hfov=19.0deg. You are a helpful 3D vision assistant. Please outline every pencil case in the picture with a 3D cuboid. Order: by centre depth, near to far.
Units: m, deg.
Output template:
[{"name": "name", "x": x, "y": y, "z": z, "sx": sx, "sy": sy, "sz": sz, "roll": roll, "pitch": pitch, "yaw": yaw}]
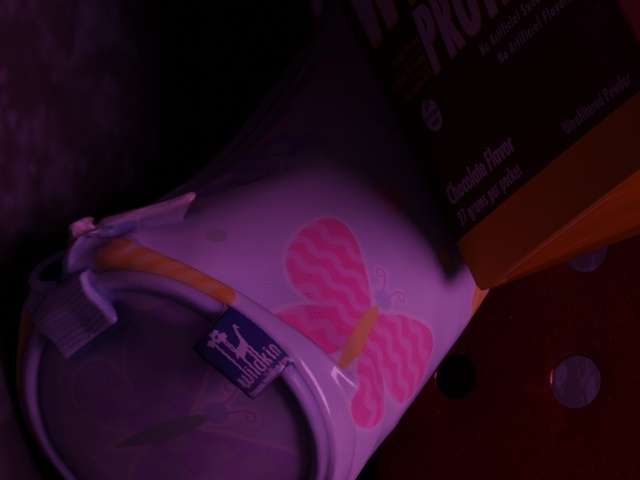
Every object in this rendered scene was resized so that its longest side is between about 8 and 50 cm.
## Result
[{"name": "pencil case", "x": 0.000, "y": 0.000, "z": 0.701, "sx": 0.113, "sy": 0.124, "sz": 0.273, "roll": -52, "pitch": 177, "yaw": 38}]

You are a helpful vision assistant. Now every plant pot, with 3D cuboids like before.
[{"name": "plant pot", "x": 0.164, "y": 0.079, "z": 0.880, "sx": 0.236, "sy": 0.267, "sz": 0.267, "roll": 23, "pitch": 71, "yaw": -57}]

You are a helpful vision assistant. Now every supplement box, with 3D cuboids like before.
[{"name": "supplement box", "x": 0.114, "y": -0.116, "z": 0.662, "sx": 0.191, "sy": 0.129, "sz": 0.194, "roll": -18, "pitch": 77, "yaw": -30}]
